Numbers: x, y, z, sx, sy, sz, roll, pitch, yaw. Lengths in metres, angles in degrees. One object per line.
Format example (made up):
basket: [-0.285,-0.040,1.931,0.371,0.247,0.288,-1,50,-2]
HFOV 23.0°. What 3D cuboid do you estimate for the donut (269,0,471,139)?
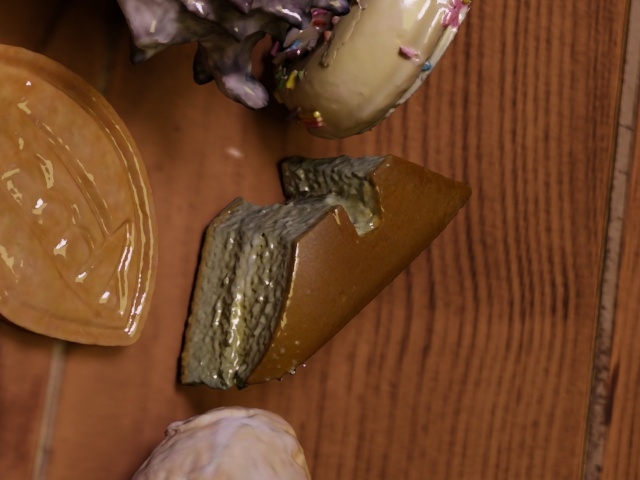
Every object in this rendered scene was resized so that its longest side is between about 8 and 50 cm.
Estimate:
donut: [0.029,-0.146,1.013,0.068,0.174,0.174,29,68,-23]

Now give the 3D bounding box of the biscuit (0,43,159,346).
biscuit: [-0.164,-0.029,0.917,0.142,0.029,0.220,-48,118,-34]

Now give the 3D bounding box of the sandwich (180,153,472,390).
sandwich: [0.000,0.000,1.025,0.244,0.090,0.088,-39,116,-37]

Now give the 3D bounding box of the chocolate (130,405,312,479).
chocolate: [-0.070,0.249,0.920,0.134,0.134,0.309,17,76,-41]

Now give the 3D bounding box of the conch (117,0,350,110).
conch: [-0.086,-0.233,0.918,0.241,0.186,0.313,0,85,-30]
